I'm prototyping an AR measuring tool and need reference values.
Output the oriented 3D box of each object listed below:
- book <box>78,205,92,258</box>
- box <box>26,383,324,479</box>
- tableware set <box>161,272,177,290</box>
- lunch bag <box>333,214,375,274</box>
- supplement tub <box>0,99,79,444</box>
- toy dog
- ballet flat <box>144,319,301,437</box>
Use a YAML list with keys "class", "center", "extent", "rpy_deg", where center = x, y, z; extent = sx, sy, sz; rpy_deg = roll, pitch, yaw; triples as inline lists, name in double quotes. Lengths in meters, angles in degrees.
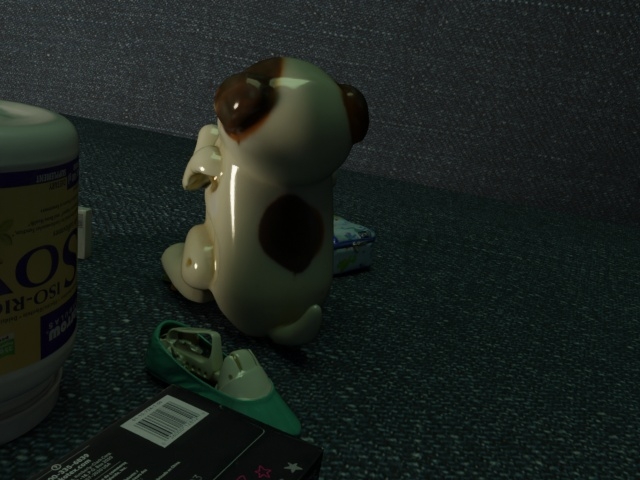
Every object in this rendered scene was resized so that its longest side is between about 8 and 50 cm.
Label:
- class: "book"
  center: [-0.506, -0.026, 1.084]
  extent: [0.144, 0.096, 0.035]
  rpy_deg: [12, 18, 9]
- class: "box"
  center: [-0.128, 0.236, 0.398]
  extent: [0.163, 0.142, 0.247]
  rpy_deg: [15, 18, 22]
- class: "tableware set"
  center: [-0.208, 0.072, 1.055]
  extent: [0.154, 0.024, 0.104]
  rpy_deg: [-5, 19, -33]
- class: "lunch bag"
  center: [0.000, 0.000, 1.267]
  extent: [0.176, 0.090, 0.219]
  rpy_deg: [-9, 24, -38]
- class: "supplement tub"
  center: [-0.384, 0.027, 0.600]
  extent: [0.240, 0.332, 0.241]
  rpy_deg: [8, 18, -3]
- class: "toy dog"
  center: [-0.086, -0.078, 0.894]
  extent: [0.284, 0.408, 0.395]
  rpy_deg: [5, 26, -17]
- class: "ballet flat"
  center: [-0.127, 0.163, 0.705]
  extent: [0.247, 0.087, 0.083]
  rpy_deg: [20, 21, 30]
